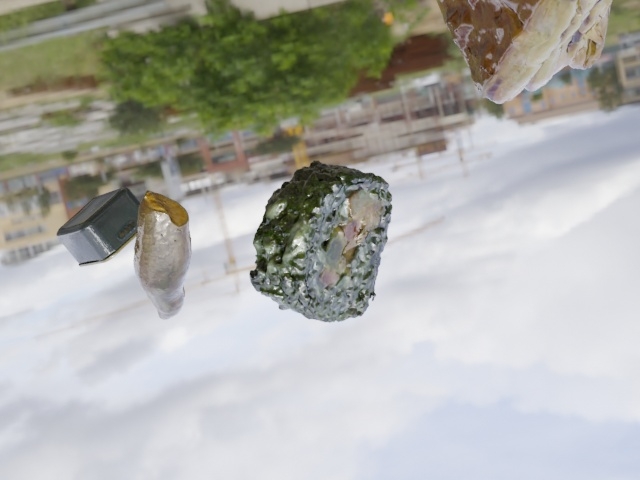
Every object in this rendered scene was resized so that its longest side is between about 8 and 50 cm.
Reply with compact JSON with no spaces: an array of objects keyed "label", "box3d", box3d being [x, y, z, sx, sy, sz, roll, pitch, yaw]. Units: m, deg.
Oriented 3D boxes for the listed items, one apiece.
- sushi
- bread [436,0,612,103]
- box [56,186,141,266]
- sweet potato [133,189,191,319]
[{"label":"sushi","box3d":[0.000,0.000,2.337,0.178,0.352,0.294,16,-179,40]},{"label":"bread","box3d":[0.265,-0.347,1.286,0.167,0.277,0.324,-13,157,-18]},{"label":"box","box3d":[-0.438,-0.028,2.139,0.144,0.090,0.201,-46,-161,-24]},{"label":"sweet potato","box3d":[-0.202,0.037,1.376,0.077,0.244,0.077,3,-135,-3]}]
